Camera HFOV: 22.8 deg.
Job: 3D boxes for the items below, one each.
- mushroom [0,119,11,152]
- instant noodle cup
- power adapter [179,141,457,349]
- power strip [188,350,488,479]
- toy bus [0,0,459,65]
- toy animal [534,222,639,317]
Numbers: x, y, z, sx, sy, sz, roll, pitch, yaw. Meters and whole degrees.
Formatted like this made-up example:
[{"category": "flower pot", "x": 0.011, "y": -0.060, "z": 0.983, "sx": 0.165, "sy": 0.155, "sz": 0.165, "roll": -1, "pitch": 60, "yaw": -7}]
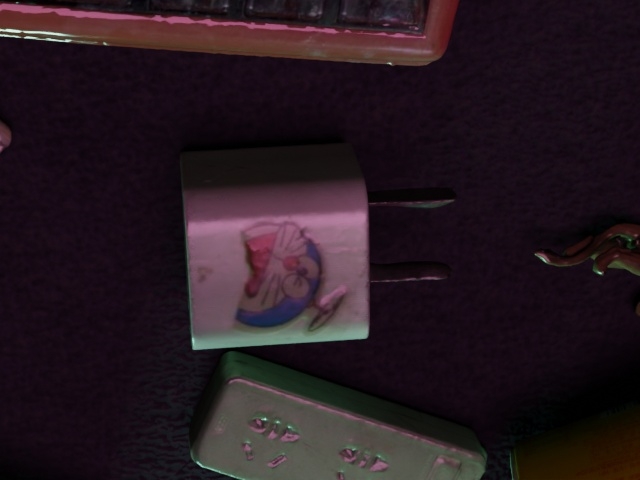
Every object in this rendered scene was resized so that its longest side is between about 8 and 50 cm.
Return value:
[{"category": "mushroom", "x": -0.323, "y": -0.096, "z": 1.142, "sx": 0.202, "sy": 0.054, "sz": 0.059, "roll": 15, "pitch": 117, "yaw": -19}, {"category": "instant noodle cup", "x": 0.283, "y": 0.208, "z": 1.279, "sx": 0.236, "sy": 0.215, "sz": 0.216, "roll": -13, "pitch": 115, "yaw": 9}, {"category": "power adapter", "x": 0.000, "y": 0.000, "z": 1.180, "sx": 0.204, "sy": 0.125, "sz": 0.130, "roll": -5, "pitch": 113, "yaw": -5}, {"category": "power strip", "x": 0.038, "y": 0.177, "z": 1.304, "sx": 0.288, "sy": 0.053, "sz": 0.093, "roll": 20, "pitch": 109, "yaw": -14}, {"category": "toy bus", "x": -0.115, "y": -0.241, "z": 1.021, "sx": 0.426, "sy": 0.203, "sz": 0.233, "roll": 3, "pitch": 118, "yaw": -11}, {"category": "toy animal", "x": 0.270, "y": 0.033, "z": 1.265, "sx": 0.219, "sy": 0.069, "sz": 0.086, "roll": 9, "pitch": 91, "yaw": -17}]
